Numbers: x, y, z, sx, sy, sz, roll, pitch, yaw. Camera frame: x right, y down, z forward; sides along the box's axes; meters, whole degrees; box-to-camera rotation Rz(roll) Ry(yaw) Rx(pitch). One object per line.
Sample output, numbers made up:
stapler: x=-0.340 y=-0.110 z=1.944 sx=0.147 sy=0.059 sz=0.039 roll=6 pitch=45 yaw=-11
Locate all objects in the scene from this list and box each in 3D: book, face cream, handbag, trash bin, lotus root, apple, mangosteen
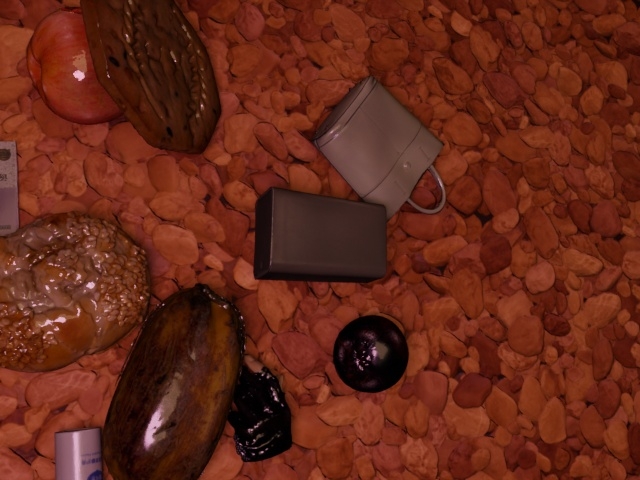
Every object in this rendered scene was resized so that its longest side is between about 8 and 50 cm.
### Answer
book: x=-0.603 y=-0.090 z=1.233 sx=0.127 sy=0.014 sz=0.182 roll=-2 pitch=78 yaw=-19
face cream: x=-0.395 y=0.440 z=1.149 sx=0.077 sy=0.077 sz=0.250 roll=-2 pitch=80 yaw=-19
handbag: x=0.144 y=-0.174 z=1.481 sx=0.315 sy=0.109 sz=0.241 roll=44 pitch=69 yaw=-19
trash bin: x=0.000 y=0.000 z=1.359 sx=0.240 sy=0.122 sz=0.164 roll=7 pitch=76 yaw=-19
lotus root: x=-0.246 y=0.264 z=1.182 sx=0.196 sy=0.179 sz=0.397 roll=27 pitch=70 yaw=-21
apple: x=-0.428 y=-0.308 z=1.241 sx=0.164 sy=0.209 sz=0.209 roll=-19 pitch=84 yaw=-24
mangosteen: x=0.099 y=0.218 z=1.341 sx=0.152 sy=0.152 sz=0.152 roll=4 pitch=77 yaw=-18

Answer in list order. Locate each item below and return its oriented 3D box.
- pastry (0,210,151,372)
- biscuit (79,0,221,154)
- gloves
pastry: x=-0.438 y=0.082 z=1.173 sx=0.310 sy=0.162 sz=0.255 roll=-26 pitch=89 yaw=-20
biscuit: x=-0.289 y=-0.321 z=1.255 sx=0.046 sy=0.359 sz=0.359 roll=-16 pitch=81 yaw=23
gloves: x=-0.111 y=0.295 z=1.261 sx=0.129 sy=0.106 sz=0.181 roll=-12 pitch=86 yaw=-18
